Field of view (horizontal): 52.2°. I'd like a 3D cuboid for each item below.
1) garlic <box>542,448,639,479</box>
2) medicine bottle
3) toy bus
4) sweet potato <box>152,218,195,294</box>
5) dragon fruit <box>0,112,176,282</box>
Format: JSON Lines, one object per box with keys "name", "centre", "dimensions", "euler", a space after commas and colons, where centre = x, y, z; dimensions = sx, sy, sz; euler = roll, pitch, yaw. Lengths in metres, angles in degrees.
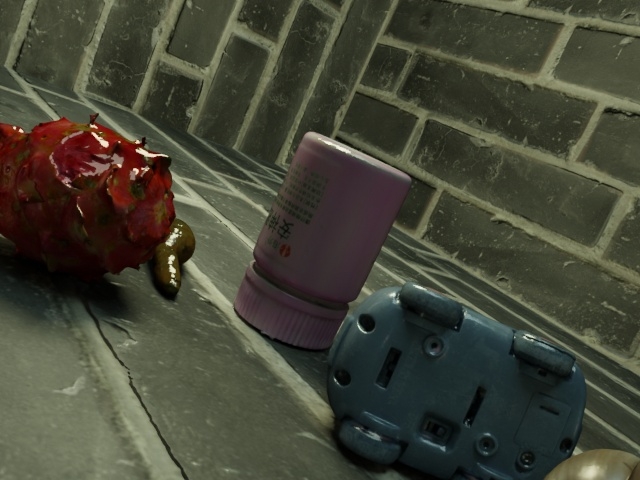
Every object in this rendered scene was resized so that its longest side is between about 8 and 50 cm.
{"name": "garlic", "centre": [0.257, 0.253, 0.556], "dimensions": [0.160, 0.214, 0.191], "euler": [19, 17, 27]}
{"name": "medicine bottle", "centre": [0.000, 0.000, 0.987], "dimensions": [0.178, 0.290, 0.178], "euler": [24, 11, -5]}
{"name": "toy bus", "centre": [0.151, 0.172, 0.800], "dimensions": [0.294, 0.197, 0.232], "euler": [23, 0, 0]}
{"name": "sweet potato", "centre": [-0.234, 0.010, 1.025], "dimensions": [0.075, 0.075, 0.269], "euler": [21, 14, -17]}
{"name": "dragon fruit", "centre": [-0.319, -0.058, 0.836], "dimensions": [0.268, 0.210, 0.205], "euler": [29, 39, 7]}
